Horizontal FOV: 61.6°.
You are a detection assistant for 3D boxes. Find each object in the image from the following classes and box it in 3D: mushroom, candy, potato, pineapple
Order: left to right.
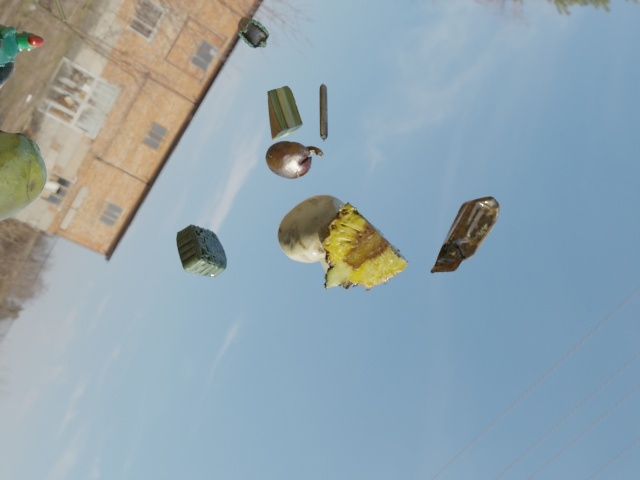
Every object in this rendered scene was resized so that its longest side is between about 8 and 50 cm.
[{"bbox_3d":[-0.937,-0.155,1.539,0.330,0.279,0.213,90,-20,-62],"label":"potato"},{"bbox_3d":[-0.074,-0.236,1.568,0.170,0.135,0.080,-14,-121,3],"label":"mushroom"},{"bbox_3d":[0.000,0.000,2.130,0.314,0.336,0.314,-21,-154,11],"label":"mushroom"},{"bbox_3d":[0.105,0.048,1.977,0.286,0.344,0.209,-44,-168,5],"label":"pineapple"},{"bbox_3d":[0.419,-0.013,1.557,0.271,0.101,0.143,-54,-172,-12],"label":"candy"}]

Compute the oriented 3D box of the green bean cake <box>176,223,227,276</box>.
[{"bbox_3d":[-0.537,0.048,2.441,0.124,0.227,0.223,-31,-115,16],"label":"green bean cake"}]

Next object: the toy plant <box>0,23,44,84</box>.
[{"bbox_3d":[-1.080,-0.599,1.743,0.400,0.279,0.186,-17,-90,44],"label":"toy plant"}]

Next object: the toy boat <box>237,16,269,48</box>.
[{"bbox_3d":[-0.298,-0.891,2.274,0.108,0.099,0.293,-34,180,13],"label":"toy boat"}]

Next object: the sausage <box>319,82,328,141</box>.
[{"bbox_3d":[0.012,-0.485,2.013,0.032,0.032,0.269,-29,-127,46],"label":"sausage"}]

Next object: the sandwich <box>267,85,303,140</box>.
[{"bbox_3d":[-0.170,-0.539,2.278,0.117,0.188,0.144,-23,-172,-24],"label":"sandwich"}]

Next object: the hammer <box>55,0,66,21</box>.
[{"bbox_3d":[-0.835,-0.791,1.676,0.013,0.199,0.062,-10,-159,7],"label":"hammer"}]
